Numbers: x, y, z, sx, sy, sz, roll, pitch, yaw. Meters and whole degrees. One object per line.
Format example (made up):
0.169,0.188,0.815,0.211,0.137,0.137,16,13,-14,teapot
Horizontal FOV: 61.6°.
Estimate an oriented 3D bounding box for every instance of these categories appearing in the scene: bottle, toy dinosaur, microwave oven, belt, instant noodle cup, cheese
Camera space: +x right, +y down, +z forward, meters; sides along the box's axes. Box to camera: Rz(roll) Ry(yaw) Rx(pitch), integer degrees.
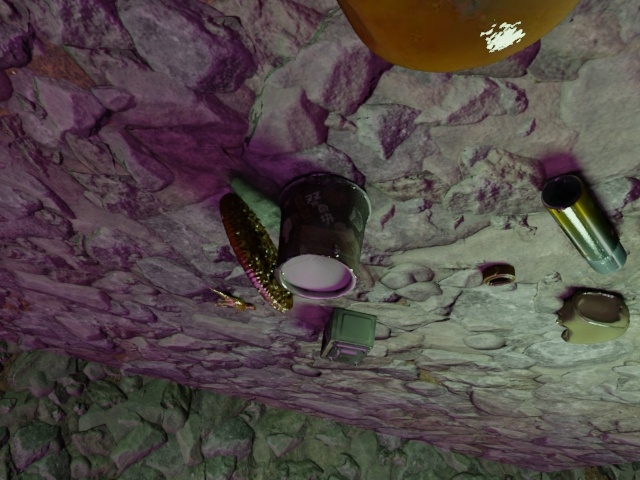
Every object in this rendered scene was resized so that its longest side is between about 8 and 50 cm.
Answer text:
0.550,-0.026,1.108,0.082,0.082,0.286,-17,140,37,bottle
-0.288,0.197,1.774,0.127,0.039,0.162,-4,143,4,toy dinosaur
0.089,0.331,1.789,0.163,0.129,0.205,13,150,-3,microwave oven
0.455,0.091,1.373,0.083,0.036,0.059,-18,138,35,belt
0.000,0.000,1.171,0.218,0.207,0.217,5,143,4,instant noodle cup
0.725,0.218,1.451,0.176,0.091,0.202,12,149,0,cheese

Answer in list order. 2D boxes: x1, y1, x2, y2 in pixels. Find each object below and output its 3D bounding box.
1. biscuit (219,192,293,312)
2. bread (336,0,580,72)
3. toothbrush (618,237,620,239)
-0.136,0.025,1.216,0.038,0.305,0.305,-27,140,6,biscuit
0.114,-0.360,0.526,0.348,0.252,0.376,-14,143,29,bread
0.661,0.023,1.227,0.006,0.008,0.097,-4,148,-2,toothbrush
